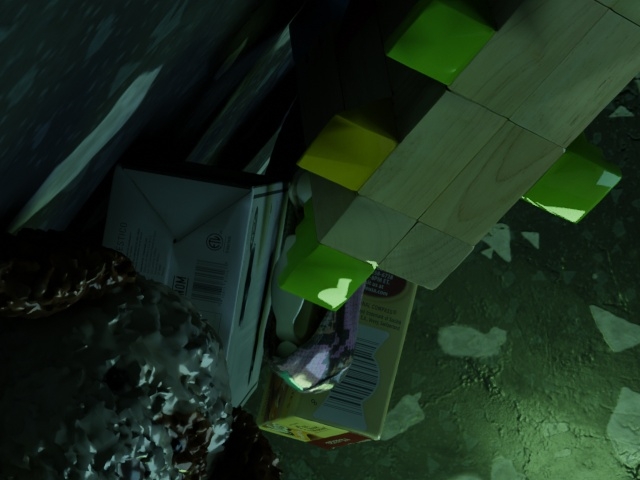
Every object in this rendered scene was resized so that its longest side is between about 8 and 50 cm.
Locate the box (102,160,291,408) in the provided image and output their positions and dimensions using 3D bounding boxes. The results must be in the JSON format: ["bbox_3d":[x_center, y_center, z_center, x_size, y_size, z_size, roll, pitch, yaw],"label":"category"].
[{"bbox_3d":[-0.085,0.034,1.120,0.290,0.087,0.169,-43,142,-84],"label":"box"}]

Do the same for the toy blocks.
[{"bbox_3d":[0.104,-0.162,1.099,0.381,0.190,0.261,-49,-149,32],"label":"toy blocks"}]

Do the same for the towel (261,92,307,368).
[{"bbox_3d":[-0.023,-0.029,1.573,0.324,0.056,0.312,124,-17,-63],"label":"towel"}]

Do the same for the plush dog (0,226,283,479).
[{"bbox_3d":[-0.140,0.117,0.837,0.225,0.262,0.210,-42,-149,-9],"label":"plush dog"}]

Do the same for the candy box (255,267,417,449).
[{"bbox_3d":[0.032,0.029,1.540,0.183,0.087,0.317,148,-42,-73],"label":"candy box"}]

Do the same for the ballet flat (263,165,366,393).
[{"bbox_3d":[0.000,0.000,1.205,0.079,0.076,0.222,37,59,-57],"label":"ballet flat"}]
